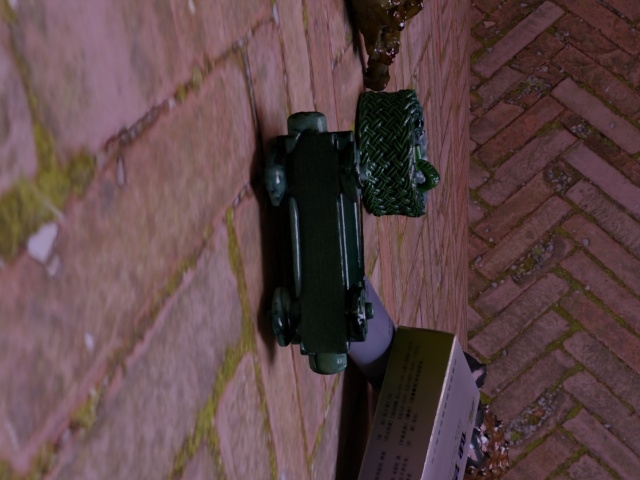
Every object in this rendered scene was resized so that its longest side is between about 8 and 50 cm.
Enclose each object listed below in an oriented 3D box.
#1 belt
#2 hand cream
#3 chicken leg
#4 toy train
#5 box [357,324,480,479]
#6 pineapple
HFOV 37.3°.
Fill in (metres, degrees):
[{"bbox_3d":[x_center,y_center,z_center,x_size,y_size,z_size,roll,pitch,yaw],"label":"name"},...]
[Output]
[{"bbox_3d":[0.087,-0.089,1.003,0.151,0.079,0.121,77,17,-48],"label":"belt"},{"bbox_3d":[0.048,0.090,0.897,0.255,0.048,0.079,59,29,-61],"label":"hand cream"},{"bbox_3d":[0.062,-0.213,0.941,0.178,0.070,0.093,93,-21,-56],"label":"chicken leg"},{"bbox_3d":[0.000,0.000,0.632,0.099,0.070,0.172,-58,145,-81],"label":"toy train"},{"bbox_3d":[0.087,0.233,0.894,0.175,0.062,0.260,60,42,-58],"label":"box"},{"bbox_3d":[0.149,0.223,1.155,0.170,0.141,0.310,-58,150,-14],"label":"pineapple"}]
